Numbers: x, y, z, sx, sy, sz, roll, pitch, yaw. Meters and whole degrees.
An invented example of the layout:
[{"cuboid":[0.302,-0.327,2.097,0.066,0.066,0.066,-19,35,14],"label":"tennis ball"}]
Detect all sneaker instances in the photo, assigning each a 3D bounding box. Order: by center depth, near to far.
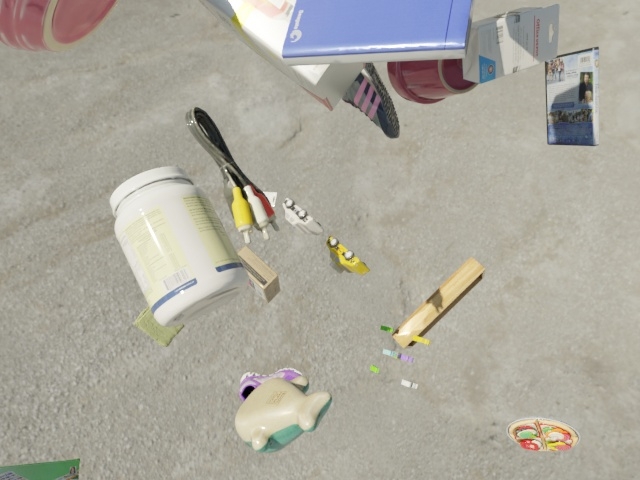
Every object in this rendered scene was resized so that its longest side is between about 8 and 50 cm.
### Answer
[{"cuboid":[0.146,-0.457,1.481,0.131,0.319,0.112,-19,26,31],"label":"sneaker"},{"cuboid":[-0.167,0.489,1.513,0.236,0.095,0.104,-10,7,12],"label":"sneaker"}]

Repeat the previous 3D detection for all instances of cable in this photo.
[{"cuboid":[-0.161,-0.134,0.909,0.072,0.288,0.139,-18,5,31],"label":"cable"}]

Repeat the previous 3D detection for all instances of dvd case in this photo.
[{"cuboid":[0.703,-0.394,1.284,0.022,0.253,0.180,-13,15,-11],"label":"dvd case"}]

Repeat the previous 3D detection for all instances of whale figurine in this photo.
[{"cuboid":[-0.076,0.423,1.085,0.271,0.141,0.216,-19,19,40],"label":"whale figurine"}]

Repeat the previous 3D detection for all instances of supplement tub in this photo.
[{"cuboid":[-0.339,0.014,1.092,0.235,0.235,0.325,-23,78,-31],"label":"supplement tub"}]

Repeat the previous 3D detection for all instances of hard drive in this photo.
[{"cuboid":[0.102,-0.408,0.799,0.318,0.040,0.211,7,74,23],"label":"hard drive"}]

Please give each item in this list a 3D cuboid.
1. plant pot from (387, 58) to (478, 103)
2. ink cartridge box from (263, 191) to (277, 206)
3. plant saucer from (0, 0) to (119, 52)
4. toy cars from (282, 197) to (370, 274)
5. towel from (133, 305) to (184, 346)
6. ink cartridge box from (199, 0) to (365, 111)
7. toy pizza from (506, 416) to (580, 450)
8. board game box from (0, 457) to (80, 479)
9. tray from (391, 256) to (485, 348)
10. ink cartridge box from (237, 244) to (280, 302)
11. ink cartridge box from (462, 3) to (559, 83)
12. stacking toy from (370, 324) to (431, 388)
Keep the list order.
[{"cuboid":[0.281,-0.416,1.066,0.201,0.202,0.180,-8,24,-16],"label":"plant pot"},{"cuboid":[-0.223,-0.159,1.817,0.114,0.029,0.063,3,74,21],"label":"ink cartridge box"},{"cuboid":[-0.448,-0.470,0.827,0.084,0.332,0.332,37,36,-15],"label":"plant saucer"},{"cuboid":[0.000,0.000,1.592,0.393,0.176,0.087,42,89,6],"label":"toy cars"},{"cuboid":[-0.560,0.290,1.595,0.110,0.148,0.027,-51,18,-16],"label":"towel"},{"cuboid":[-0.091,-0.514,1.105,0.384,0.160,0.279,39,9,4],"label":"ink cartridge box"},{"cuboid":[0.663,0.588,1.365,0.201,0.201,0.032,12,46,9],"label":"toy pizza"},{"cuboid":[-0.520,0.457,0.680,0.046,0.317,0.214,-24,61,23],"label":"board game box"},{"cuboid":[0.454,0.246,1.751,0.411,0.203,0.076,-46,68,4],"label":"tray"},{"cuboid":[-0.267,0.147,1.927,0.193,0.235,0.088,40,72,14],"label":"ink cartridge box"},{"cuboid":[0.368,-0.385,0.891,0.180,0.104,0.060,-20,31,-10],"label":"ink cartridge box"},{"cuboid":[0.271,0.399,1.587,0.052,0.167,0.221,24,-11,-34],"label":"stacking toy"}]
